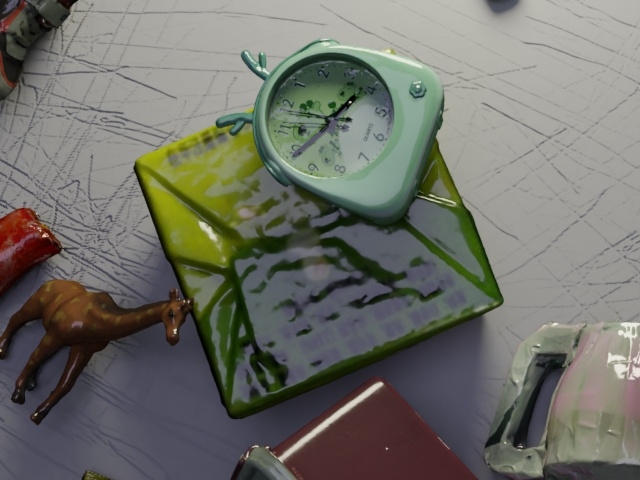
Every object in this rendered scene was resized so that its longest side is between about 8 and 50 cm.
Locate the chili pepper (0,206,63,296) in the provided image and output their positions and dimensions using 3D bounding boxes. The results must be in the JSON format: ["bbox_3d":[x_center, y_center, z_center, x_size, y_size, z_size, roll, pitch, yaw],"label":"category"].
[{"bbox_3d":[-0.345,0.021,1.744,0.123,0.070,0.073,-41,94,-3],"label":"chili pepper"}]

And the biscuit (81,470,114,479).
[{"bbox_3d":[-0.281,0.382,1.690,0.048,0.026,0.291,24,84,-8],"label":"biscuit"}]

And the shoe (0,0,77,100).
[{"bbox_3d":[-0.314,-0.253,1.771,0.126,0.099,0.227,5,77,12],"label":"shoe"}]

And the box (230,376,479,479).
[{"bbox_3d":[0.064,0.284,1.564,0.167,0.193,0.294,-38,78,-24],"label":"box"}]

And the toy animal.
[{"bbox_3d":[-0.235,0.096,1.664,0.229,0.066,0.224,-47,39,11],"label":"toy animal"}]

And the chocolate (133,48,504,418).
[{"bbox_3d":[0.000,0.000,1.664,0.301,0.137,0.288,-23,78,2],"label":"chocolate"}]

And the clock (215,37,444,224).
[{"bbox_3d":[0.008,-0.118,1.581,0.211,0.066,0.159,21,82,10],"label":"clock"}]

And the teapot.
[{"bbox_3d":[0.291,0.169,1.604,0.163,0.222,0.178,20,69,-28],"label":"teapot"}]
